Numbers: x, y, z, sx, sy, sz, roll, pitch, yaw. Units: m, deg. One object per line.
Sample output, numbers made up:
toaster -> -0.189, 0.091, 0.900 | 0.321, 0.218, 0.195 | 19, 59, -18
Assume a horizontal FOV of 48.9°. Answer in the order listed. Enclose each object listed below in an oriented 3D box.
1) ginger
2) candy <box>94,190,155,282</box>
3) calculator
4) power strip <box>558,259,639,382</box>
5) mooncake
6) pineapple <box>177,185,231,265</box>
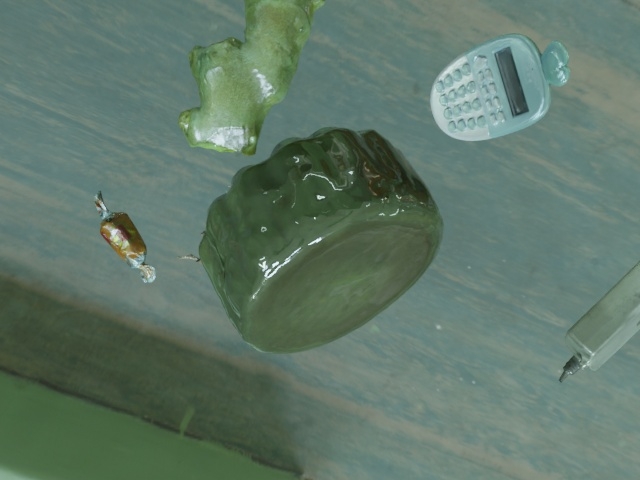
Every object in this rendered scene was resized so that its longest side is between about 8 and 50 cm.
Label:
ginger -> -0.095, -0.246, 0.922 | 0.137, 0.089, 0.290 | 33, 99, 16
candy -> -0.333, -0.007, 1.179 | 0.053, 0.046, 0.182 | -39, 83, 37
calculator -> 0.178, -0.154, 0.709 | 0.153, 0.021, 0.095 | -17, 91, 37
power strip -> 0.265, 0.029, 0.550 | 0.227, 0.080, 0.029 | -45, 61, 2
mooncake -> 0.000, 0.000, 1.061 | 0.356, 0.356, 0.194 | -32, 60, -4
pineapple -> -0.138, -0.009, 1.368 | 0.262, 0.271, 0.263 | 0, 86, 4
